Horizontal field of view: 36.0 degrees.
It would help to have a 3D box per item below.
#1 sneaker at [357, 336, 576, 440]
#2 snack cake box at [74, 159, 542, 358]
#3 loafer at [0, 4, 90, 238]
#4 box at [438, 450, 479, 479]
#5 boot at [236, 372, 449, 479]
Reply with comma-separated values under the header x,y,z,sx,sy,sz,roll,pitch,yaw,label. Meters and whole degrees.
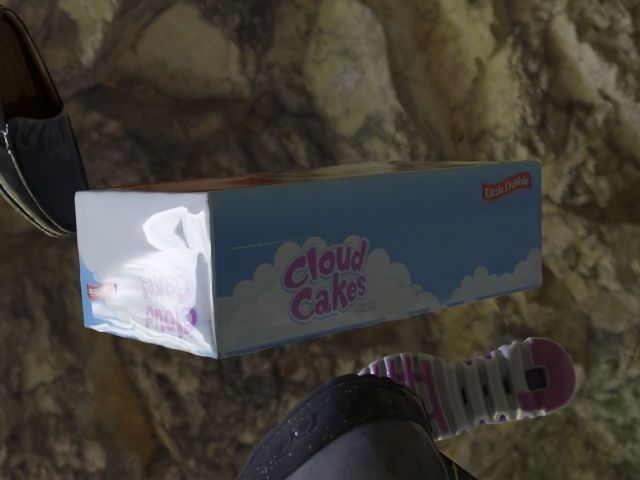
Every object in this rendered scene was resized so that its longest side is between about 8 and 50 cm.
x,y,z,sx,sy,sz,roll,pitch,yaw,label
0.150,0.167,1.061,0.236,0.095,0.104,-8,-16,2,sneaker
0.000,0.000,0.622,0.264,0.089,0.152,-8,9,-39,snack cake box
-0.197,-0.077,0.665,0.061,0.170,0.062,-4,30,45,loafer
0.136,0.275,0.848,0.029,0.116,0.162,-33,37,25,box
-0.035,0.251,0.549,0.338,0.118,0.223,-52,31,22,boot
